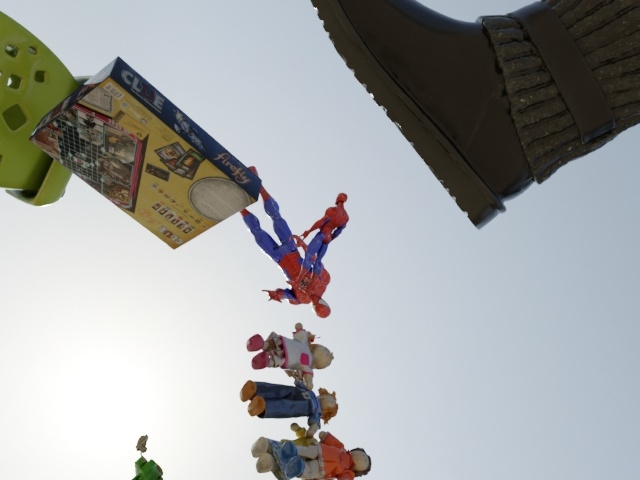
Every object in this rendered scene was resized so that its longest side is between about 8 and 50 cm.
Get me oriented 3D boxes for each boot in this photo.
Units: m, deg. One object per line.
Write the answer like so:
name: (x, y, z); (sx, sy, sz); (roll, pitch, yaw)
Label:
boot: (0.168, -0.212, 0.907); (0.260, 0.131, 0.348); (-37, -84, 13)

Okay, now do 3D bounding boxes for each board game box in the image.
board game box: (-0.217, -0.100, 1.147); (0.165, 0.042, 0.243); (-27, -54, 33)

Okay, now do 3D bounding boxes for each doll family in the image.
doll family: (-0.027, 0.249, 1.267); (0.118, 0.163, 0.263); (-44, -130, 32)

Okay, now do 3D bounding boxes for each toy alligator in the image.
toy alligator: (-0.246, 0.349, 1.315); (0.051, 0.056, 0.190); (33, -44, 18)

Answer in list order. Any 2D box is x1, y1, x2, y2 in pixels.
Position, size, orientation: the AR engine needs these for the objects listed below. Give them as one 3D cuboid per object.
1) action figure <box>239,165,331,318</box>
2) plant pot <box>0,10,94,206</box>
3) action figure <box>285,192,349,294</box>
action figure: (-0.074, 0.005, 1.446); (0.091, 0.139, 0.280); (-37, -106, 6)
plant pot: (-0.440, -0.173, 1.268); (0.227, 0.207, 0.228); (14, -101, 59)
action figure: (0.000, 0.000, 0.988); (0.030, 0.038, 0.115); (31, -87, 49)
